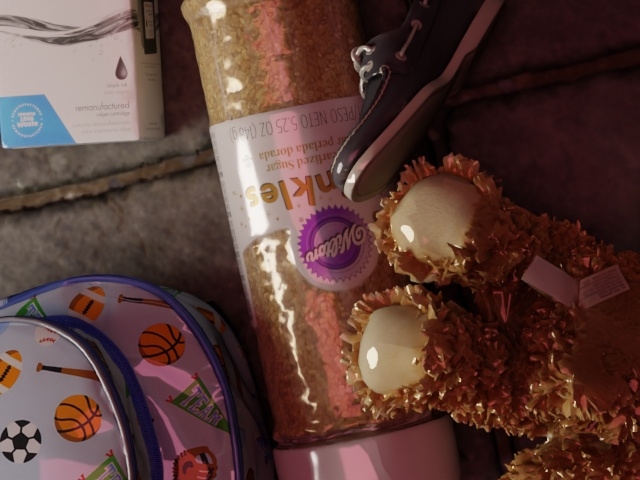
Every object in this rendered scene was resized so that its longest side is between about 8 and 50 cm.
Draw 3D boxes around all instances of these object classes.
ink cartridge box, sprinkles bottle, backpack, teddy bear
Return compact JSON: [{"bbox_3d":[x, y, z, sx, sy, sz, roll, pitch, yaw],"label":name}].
[{"bbox_3d":[-0.169,-0.156,1.358,0.104,0.060,0.180,-3,93,14],"label":"ink cartridge box"},{"bbox_3d":[0.000,0.000,1.297,0.121,0.121,0.355,-12,90,14],"label":"sprinkles bottle"},{"bbox_3d":[-0.171,0.141,1.311,0.263,0.213,0.276,-20,86,3],"label":"backpack"},{"bbox_3d":[0.179,0.067,1.235,0.338,0.113,0.245,1,72,-8],"label":"teddy bear"}]

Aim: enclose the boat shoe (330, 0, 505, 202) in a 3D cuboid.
[{"bbox_3d":[0.049,-0.101,1.253,0.065,0.206,0.075,30,140,9],"label":"boat shoe"}]
